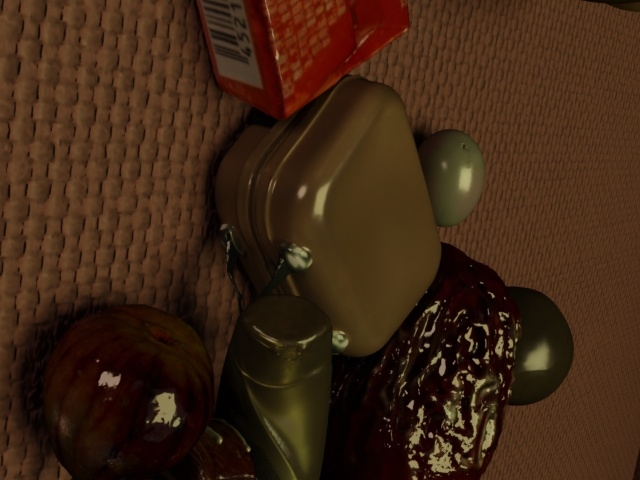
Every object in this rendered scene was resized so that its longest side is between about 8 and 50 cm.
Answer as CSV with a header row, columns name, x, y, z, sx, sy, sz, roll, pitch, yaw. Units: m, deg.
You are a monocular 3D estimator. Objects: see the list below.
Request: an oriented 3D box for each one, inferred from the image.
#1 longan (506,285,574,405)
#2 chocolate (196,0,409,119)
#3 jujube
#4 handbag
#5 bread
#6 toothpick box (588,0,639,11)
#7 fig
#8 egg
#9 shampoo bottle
name,x,y,z,sx,sy,sz,roll,pitch,yaw
longan,0.308,0.170,1.424,0.220,0.196,0.197,17,89,-49
chocolate,-0.021,-0.274,0.858,0.235,0.108,0.238,-43,134,-37
jujube,0.129,0.196,1.148,0.377,0.258,0.258,-61,144,-7
handbag,0.000,0.000,0.963,0.283,0.149,0.302,-54,143,-29
bread,-0.128,0.248,0.863,0.073,0.160,0.161,5,99,-39
toothpick box,0.368,-0.489,1.060,0.425,0.408,0.409,15,91,-73
fig,-0.171,0.153,0.770,0.148,0.149,0.202,14,74,-15
egg,0.171,-0.084,1.205,0.103,0.103,0.135,-14,116,-52
shampoo bottle,-0.054,0.200,0.915,0.084,0.125,0.350,-36,146,-41
